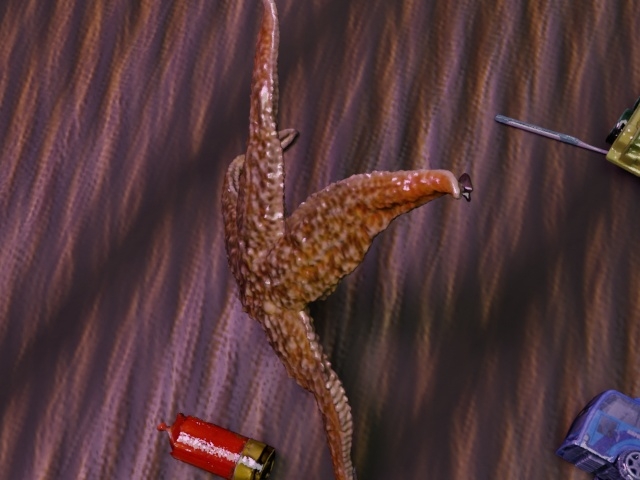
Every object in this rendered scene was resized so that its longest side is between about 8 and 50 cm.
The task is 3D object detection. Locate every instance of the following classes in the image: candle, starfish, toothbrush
[{"bbox_3d":[-0.116,0.222,0.820,0.131,0.052,0.052,18,76,11],"label":"candle"},{"bbox_3d":[-0.011,-0.001,0.778,0.132,0.383,0.398,-2,47,-28],"label":"starfish"},{"bbox_3d":[0.287,-0.123,0.906,0.167,0.011,0.014,19,70,10],"label":"toothbrush"}]

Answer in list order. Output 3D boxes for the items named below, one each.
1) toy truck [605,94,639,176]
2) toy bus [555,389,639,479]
[{"bbox_3d":[0.437,-0.182,0.845,0.128,0.135,0.259,33,73,14],"label":"toy truck"},{"bbox_3d":[0.363,0.236,0.766,0.237,0.079,0.094,27,62,12],"label":"toy bus"}]
